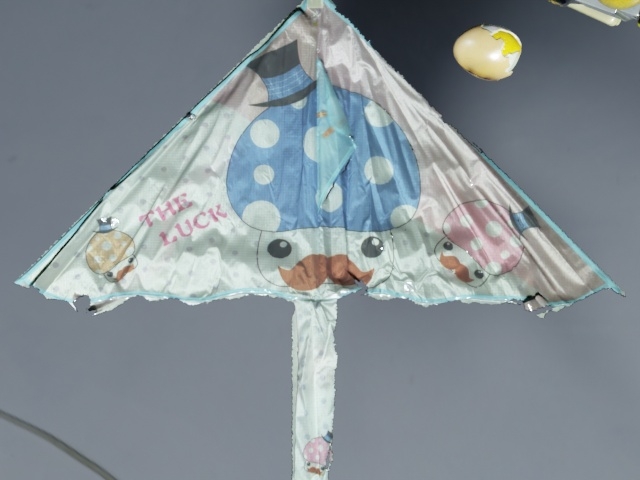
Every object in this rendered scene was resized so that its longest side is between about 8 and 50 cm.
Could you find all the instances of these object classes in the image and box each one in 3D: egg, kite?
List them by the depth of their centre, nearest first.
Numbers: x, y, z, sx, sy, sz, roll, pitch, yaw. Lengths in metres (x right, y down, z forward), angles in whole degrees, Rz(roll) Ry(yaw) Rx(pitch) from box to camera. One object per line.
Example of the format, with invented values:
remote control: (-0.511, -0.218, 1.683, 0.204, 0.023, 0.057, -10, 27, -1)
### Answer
kite: (0.000, 0.000, 0.865, 0.406, 0.014, 0.369, 0, 76, 0)
egg: (0.211, -0.241, 1.657, 0.083, 0.071, 0.071, 18, 69, -3)

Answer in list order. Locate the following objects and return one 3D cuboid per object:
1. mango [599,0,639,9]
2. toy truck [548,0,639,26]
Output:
mango: (0.287, -0.303, 1.255, 0.111, 0.163, 0.089, -10, 31, 47)
toy truck: (0.389, -0.340, 1.596, 0.405, 0.254, 0.181, 30, 104, 35)
